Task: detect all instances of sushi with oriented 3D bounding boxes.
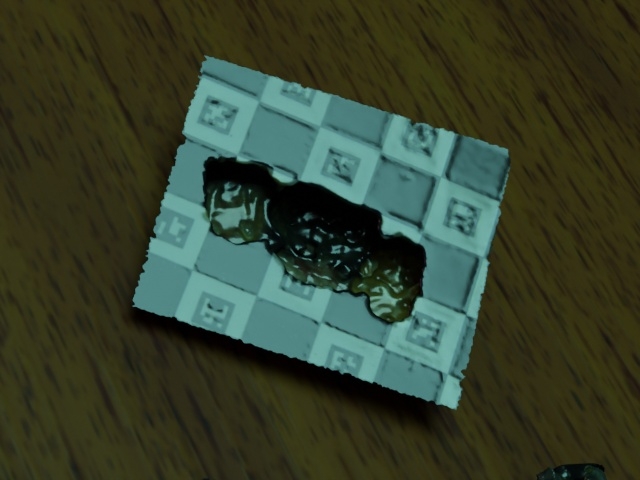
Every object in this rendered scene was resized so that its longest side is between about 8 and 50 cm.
[{"bbox_3d":[0.000,0.000,1.205,0.215,0.050,0.192,18,62,-7],"label":"sushi"}]

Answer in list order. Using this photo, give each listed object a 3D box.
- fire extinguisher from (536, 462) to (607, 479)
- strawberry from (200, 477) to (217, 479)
[{"bbox_3d":[0.163,0.221,1.098,0.099,0.071,0.231,36,36,-36],"label":"fire extinguisher"},{"bbox_3d":[-0.045,0.268,0.923,0.188,0.106,0.286,-6,67,-4],"label":"strawberry"}]
